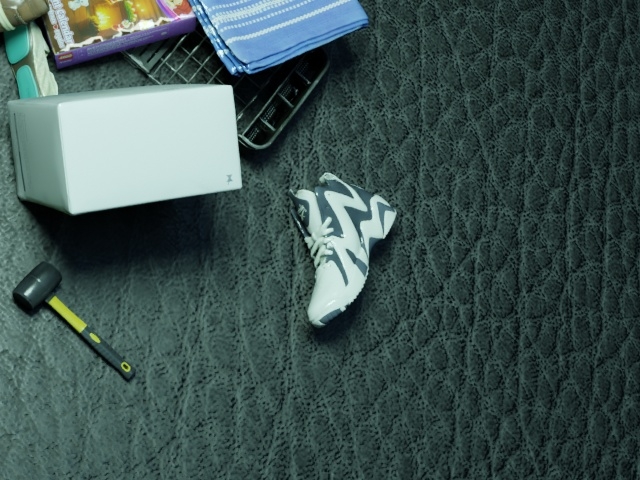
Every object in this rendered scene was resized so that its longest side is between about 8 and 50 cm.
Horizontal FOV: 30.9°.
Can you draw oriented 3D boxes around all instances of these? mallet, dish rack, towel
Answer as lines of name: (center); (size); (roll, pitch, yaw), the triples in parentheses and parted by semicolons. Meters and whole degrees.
mallet: (-0.307, 0.103, 1.502); (0.190, 0.039, 0.062); (39, 59, -16)
dish rack: (-0.145, -0.270, 1.672); (0.271, 0.074, 0.208); (40, 61, -10)
towel: (-0.098, -0.405, 1.614); (0.243, 0.040, 0.336); (-27, 85, -30)

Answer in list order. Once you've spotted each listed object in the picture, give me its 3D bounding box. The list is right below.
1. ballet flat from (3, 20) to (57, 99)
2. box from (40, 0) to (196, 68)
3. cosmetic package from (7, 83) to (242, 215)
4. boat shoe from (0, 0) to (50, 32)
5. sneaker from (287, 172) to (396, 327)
ballet flat: (-0.387, -0.237, 1.562); (0.052, 0.057, 0.168); (-1, 77, -55)
box: (-0.312, -0.403, 1.601); (0.201, 0.057, 0.293); (-18, 80, -12)
cosmetic package: (-0.251, -0.122, 1.466); (0.224, 0.225, 0.138); (-11, 103, -29)
boat shoe: (-0.409, -0.404, 1.522); (0.095, 0.095, 0.257); (-14, 87, 4)
sneaker: (0.000, 0.000, 1.649); (0.153, 0.094, 0.235); (36, 62, -11)
